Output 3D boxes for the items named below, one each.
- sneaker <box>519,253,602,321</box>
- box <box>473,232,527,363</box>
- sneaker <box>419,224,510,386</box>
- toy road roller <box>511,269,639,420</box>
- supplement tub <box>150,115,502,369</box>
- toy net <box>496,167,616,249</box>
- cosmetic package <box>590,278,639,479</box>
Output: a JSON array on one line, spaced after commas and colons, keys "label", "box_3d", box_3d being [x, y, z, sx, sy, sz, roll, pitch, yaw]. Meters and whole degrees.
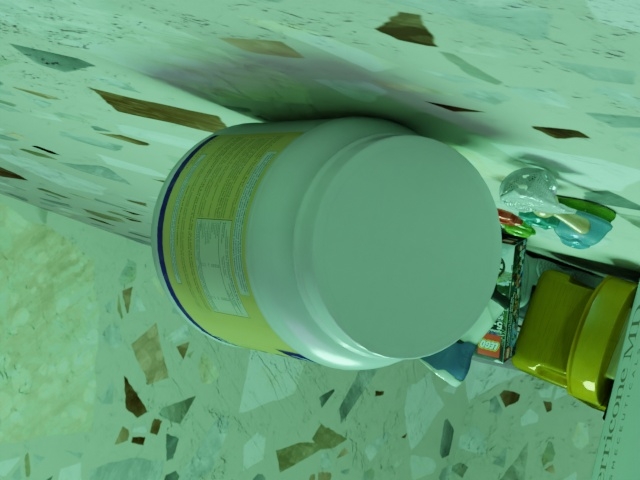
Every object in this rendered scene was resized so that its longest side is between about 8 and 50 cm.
[{"label": "sneaker", "box_3d": [0.285, 0.074, 2.206, 0.269, 0.101, 0.153, 25, 171, -26]}, {"label": "box", "box_3d": [0.145, 0.054, 2.064, 0.233, 0.159, 0.044, 12, -162, 27]}, {"label": "sneaker", "box_3d": [0.118, 0.011, 1.944, 0.315, 0.182, 0.127, 45, -176, 23]}, {"label": "toy road roller", "box_3d": [0.399, 0.147, 2.100, 0.241, 0.202, 0.329, 19, 175, 25]}, {"label": "supplement tub", "box_3d": [0.000, 0.000, 1.570, 0.241, 0.241, 0.331, 19, 173, -29]}, {"label": "toy net", "box_3d": [0.219, -0.040, 1.611, 0.122, 0.045, 0.232, 15, 172, 23]}, {"label": "cosmetic package", "box_3d": [0.496, 0.183, 1.566, 0.328, 0.329, 0.394, 15, 173, -6]}]
